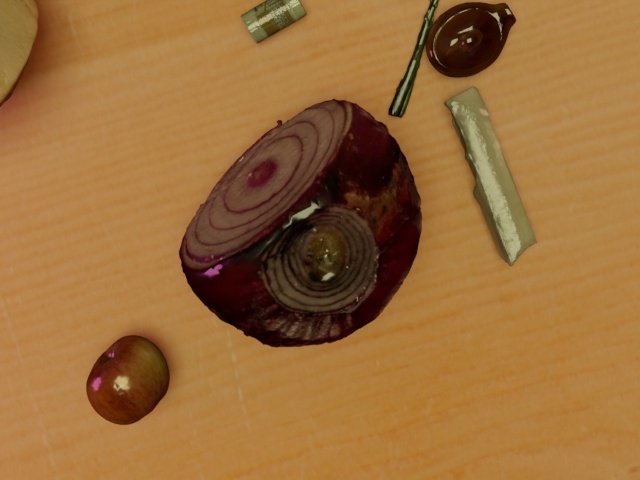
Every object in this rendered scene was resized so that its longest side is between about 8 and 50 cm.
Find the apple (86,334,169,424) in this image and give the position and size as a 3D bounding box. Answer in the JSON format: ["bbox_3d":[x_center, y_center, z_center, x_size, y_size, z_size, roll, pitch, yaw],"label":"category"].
[{"bbox_3d":[-0.275,0.201,1.432,0.126,0.126,0.102,-43,106,5],"label":"apple"}]

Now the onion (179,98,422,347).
[{"bbox_3d":[0.000,0.000,1.331,0.336,0.282,0.260,-47,114,-4],"label":"onion"}]

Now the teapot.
[{"bbox_3d":[0.209,-0.282,1.385,0.129,0.078,0.098,-31,99,3],"label":"teapot"}]

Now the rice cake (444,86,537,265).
[{"bbox_3d":[0.241,-0.090,1.419,0.057,0.052,0.256,-26,96,-30],"label":"rice cake"}]

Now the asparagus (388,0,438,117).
[{"bbox_3d":[0.145,-0.286,1.417,0.023,0.022,0.232,24,99,27],"label":"asparagus"}]

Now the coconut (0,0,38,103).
[{"bbox_3d":[-0.516,-0.274,1.313,0.329,0.329,0.328,0,96,1],"label":"coconut"}]

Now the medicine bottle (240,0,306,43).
[{"bbox_3d":[-0.066,-0.318,1.405,0.083,0.047,0.047,-29,95,5],"label":"medicine bottle"}]
